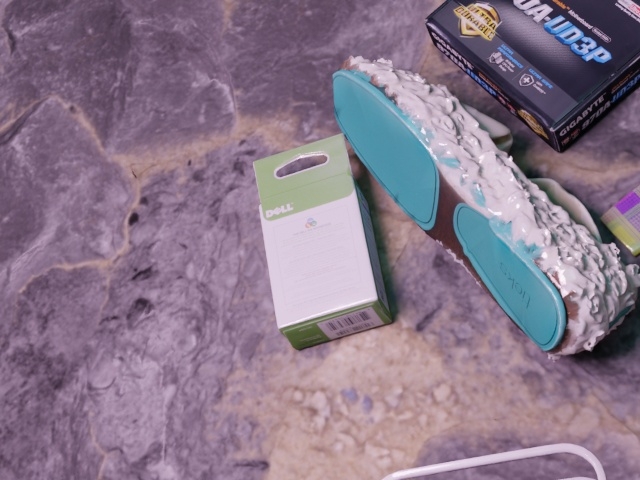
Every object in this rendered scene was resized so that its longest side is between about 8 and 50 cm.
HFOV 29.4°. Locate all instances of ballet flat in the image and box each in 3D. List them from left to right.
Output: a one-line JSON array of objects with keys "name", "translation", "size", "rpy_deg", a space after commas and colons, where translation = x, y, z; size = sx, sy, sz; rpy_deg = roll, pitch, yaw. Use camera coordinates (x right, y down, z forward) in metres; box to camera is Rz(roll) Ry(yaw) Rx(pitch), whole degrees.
[{"name": "ballet flat", "translation": [0.167, -0.047, 1.237], "size": [0.147, 0.147, 0.409], "rpy_deg": [-37, 60, -1]}]

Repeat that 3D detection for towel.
[{"name": "towel", "translation": [0.328, -0.027, 1.217], "size": [0.083, 0.009, 0.060], "rpy_deg": [-37, 58, 0]}]

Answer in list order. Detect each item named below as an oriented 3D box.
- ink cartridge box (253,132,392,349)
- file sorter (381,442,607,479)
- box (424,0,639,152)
[{"name": "ink cartridge box", "translation": [0.000, 0.000, 1.294], "size": [0.109, 0.062, 0.209], "rpy_deg": [-17, 59, 11]}, {"name": "file sorter", "translation": [0.163, 0.297, 0.958], "size": [0.193, 0.277, 0.173], "rpy_deg": [-12, 56, 14]}, {"name": "box", "translation": [0.247, -0.222, 1.323], "size": [0.175, 0.051, 0.220], "rpy_deg": [-40, 57, -3]}]
